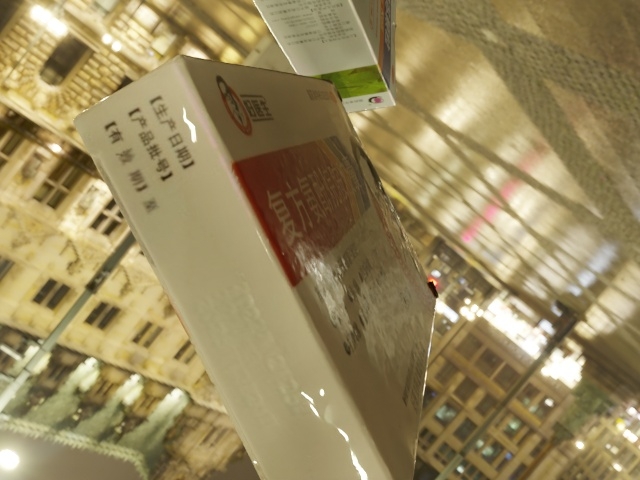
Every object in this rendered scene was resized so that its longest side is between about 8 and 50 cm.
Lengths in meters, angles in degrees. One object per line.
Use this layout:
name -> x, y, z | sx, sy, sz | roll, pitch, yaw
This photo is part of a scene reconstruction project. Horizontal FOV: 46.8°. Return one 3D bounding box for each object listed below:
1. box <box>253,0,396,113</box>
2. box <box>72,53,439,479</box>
box -> 0.006, -0.309, 0.851 | 0.106, 0.200, 0.299 | -6, 155, 19
box -> 0.000, 0.000, 0.475 | 0.214, 0.069, 0.353 | 63, -167, -5
